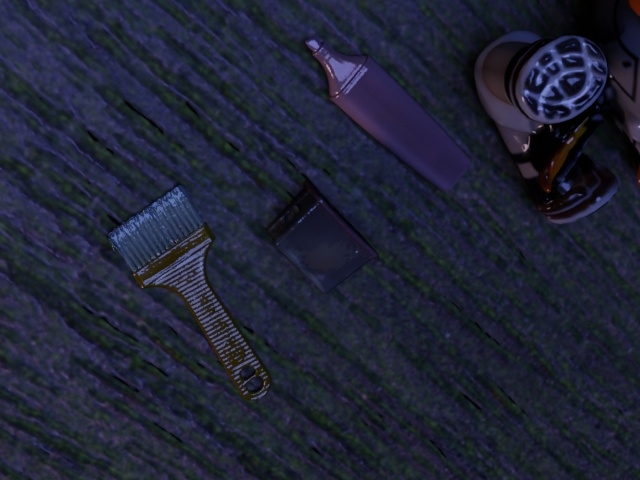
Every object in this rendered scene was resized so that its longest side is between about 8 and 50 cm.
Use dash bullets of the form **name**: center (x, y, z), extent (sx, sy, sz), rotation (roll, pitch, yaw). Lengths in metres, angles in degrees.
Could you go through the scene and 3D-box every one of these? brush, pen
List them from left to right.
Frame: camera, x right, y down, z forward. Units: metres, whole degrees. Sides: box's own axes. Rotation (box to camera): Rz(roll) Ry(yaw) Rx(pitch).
- **brush**: center (-0.105, 0.059, 1.032), extent (0.082, 0.010, 0.218), rotation (-34, 111, -7)
- **pen**: center (0.058, -0.119, 1.027), extent (0.197, 0.032, 0.053), rotation (41, 90, -23)

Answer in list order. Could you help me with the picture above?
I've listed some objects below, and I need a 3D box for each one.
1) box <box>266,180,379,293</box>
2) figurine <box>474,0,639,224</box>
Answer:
- **box**: center (0.000, 0.000, 1.024), extent (0.063, 0.060, 0.085), rotation (-45, 112, 3)
- **figurine**: center (0.306, -0.172, 1.000), extent (0.323, 0.196, 0.320), rotation (-28, 152, 0)
